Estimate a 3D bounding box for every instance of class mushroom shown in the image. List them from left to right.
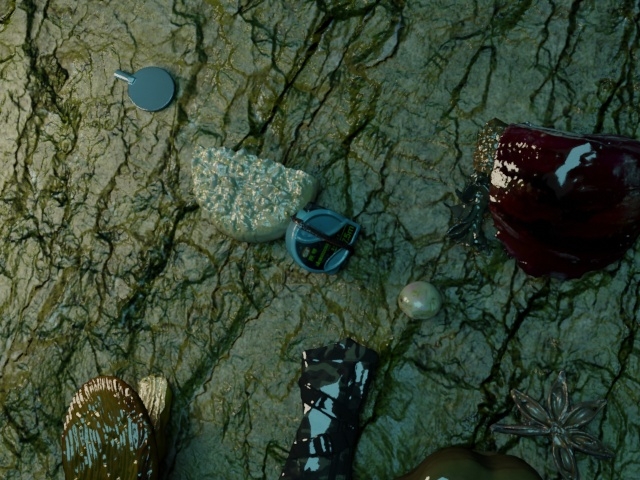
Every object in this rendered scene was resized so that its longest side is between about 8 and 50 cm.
[{"bbox_3d":[0.188,0.115,1.759,0.083,0.067,0.084,-2,44,2],"label":"mushroom"}]

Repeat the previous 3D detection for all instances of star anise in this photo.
[{"bbox_3d":[0.427,0.326,1.654,0.208,0.063,0.172,34,85,23],"label":"star anise"}]

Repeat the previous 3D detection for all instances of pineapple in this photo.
[{"bbox_3d":[0.311,-0.102,1.755,0.125,0.125,0.251,25,97,19],"label":"pineapple"}]

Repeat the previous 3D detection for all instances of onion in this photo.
[{"bbox_3d":[0.462,-0.065,1.637,0.314,0.146,0.280,4,92,-7],"label":"onion"}]

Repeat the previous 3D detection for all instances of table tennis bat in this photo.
[{"bbox_3d":[-0.386,-0.338,2.039,0.155,0.019,0.100,24,87,17],"label":"table tennis bat"}]

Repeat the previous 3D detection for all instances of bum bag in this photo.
[{"bbox_3d":[0.010,0.347,1.750,0.144,0.095,0.341,12,84,3],"label":"bum bag"}]

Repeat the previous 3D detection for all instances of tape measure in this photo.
[{"bbox_3d":[0.000,0.000,1.810,0.146,0.081,0.125,25,94,-19],"label":"tape measure"}]

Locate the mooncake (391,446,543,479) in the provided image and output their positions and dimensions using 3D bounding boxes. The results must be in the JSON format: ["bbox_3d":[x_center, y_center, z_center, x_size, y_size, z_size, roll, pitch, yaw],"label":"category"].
[{"bbox_3d":[0.248,0.532,1.548,0.378,0.201,0.379,0,78,0],"label":"mooncake"}]

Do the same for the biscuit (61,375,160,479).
[{"bbox_3d":[-0.413,0.420,1.805,0.318,0.040,0.318,-2,87,46],"label":"biscuit"}]

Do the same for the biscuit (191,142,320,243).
[{"bbox_3d":[-0.149,-0.088,1.889,0.281,0.084,0.179,20,89,21],"label":"biscuit"}]

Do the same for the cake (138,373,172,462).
[{"bbox_3d":[-0.328,0.371,1.871,0.079,0.116,0.185,-10,45,9],"label":"cake"}]
